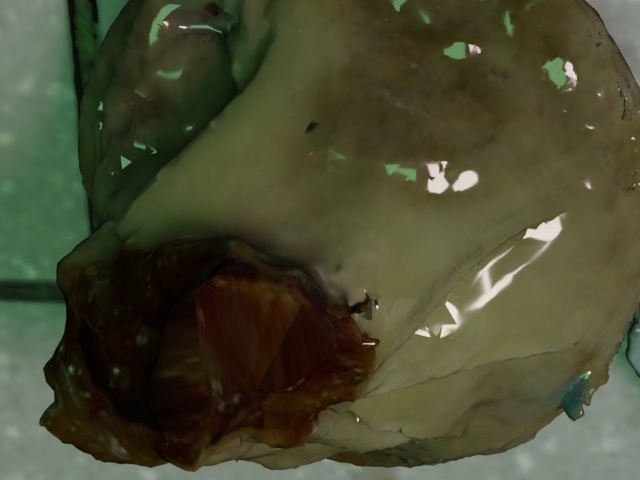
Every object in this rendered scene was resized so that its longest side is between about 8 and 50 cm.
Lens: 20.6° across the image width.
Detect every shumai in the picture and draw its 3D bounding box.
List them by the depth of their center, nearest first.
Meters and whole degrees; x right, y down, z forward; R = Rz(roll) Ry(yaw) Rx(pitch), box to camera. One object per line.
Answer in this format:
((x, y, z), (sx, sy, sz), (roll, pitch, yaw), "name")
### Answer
((0.000, 0.000, 0.528), (0.201, 0.120, 0.201), (5, 114, 12), "shumai")

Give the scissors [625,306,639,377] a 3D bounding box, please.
((0.261, 0.176, 0.599), (0.447, 0.029, 0.192), (43, 113, -9), "scissors")
